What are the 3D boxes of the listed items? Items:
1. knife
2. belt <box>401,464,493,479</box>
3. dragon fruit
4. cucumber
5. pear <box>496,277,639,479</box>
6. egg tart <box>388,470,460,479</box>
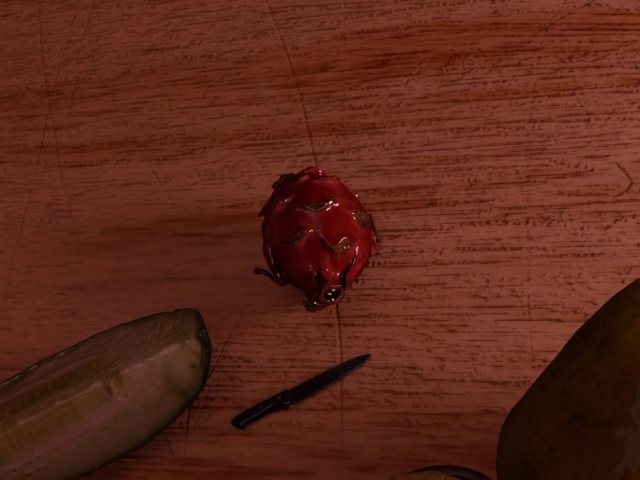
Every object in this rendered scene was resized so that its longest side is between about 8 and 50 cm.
[{"bbox_3d":[-0.021,0.162,1.533,0.170,0.010,0.023,-28,52,6],"label":"knife"},{"bbox_3d":[0.068,0.368,1.295,0.217,0.122,0.338,29,76,34],"label":"belt"},{"bbox_3d":[0.000,0.000,1.555,0.136,0.133,0.166,-58,37,41],"label":"dragon fruit"},{"bbox_3d":[-0.250,0.181,1.579,0.325,0.105,0.145,-29,26,7],"label":"cucumber"},{"bbox_3d":[0.315,0.188,1.187,0.304,0.304,0.304,-12,57,19],"label":"pear"},{"bbox_3d":[0.104,0.316,1.160,0.291,0.107,0.290,-8,77,40],"label":"egg tart"}]
